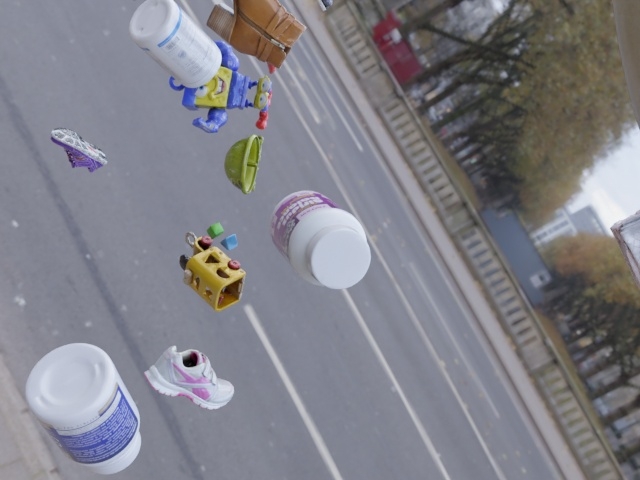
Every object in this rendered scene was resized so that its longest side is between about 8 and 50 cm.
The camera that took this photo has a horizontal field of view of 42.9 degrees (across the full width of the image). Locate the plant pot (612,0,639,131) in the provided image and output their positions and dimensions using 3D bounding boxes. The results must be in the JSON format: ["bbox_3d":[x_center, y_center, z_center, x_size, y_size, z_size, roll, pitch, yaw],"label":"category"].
[{"bbox_3d":[0.518,-0.283,1.121,0.274,0.256,0.256,64,12,3],"label":"plant pot"}]

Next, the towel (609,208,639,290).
[{"bbox_3d":[0.781,0.031,1.581,0.317,0.332,0.053,59,9,-10],"label":"towel"}]

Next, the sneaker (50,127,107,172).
[{"bbox_3d":[-0.583,-0.207,1.946,0.068,0.071,0.170,54,9,35],"label":"sneaker"}]

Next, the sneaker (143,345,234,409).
[{"bbox_3d":[-0.300,0.332,1.993,0.252,0.111,0.103,27,10,-43],"label":"sneaker"}]

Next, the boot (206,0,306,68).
[{"bbox_3d":[-0.089,-0.402,1.384,0.152,0.197,0.073,31,35,-4],"label":"boot"}]

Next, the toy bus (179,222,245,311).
[{"bbox_3d":[-0.269,0.072,1.889,0.104,0.202,0.191,-27,99,-40],"label":"toy bus"}]

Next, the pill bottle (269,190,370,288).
[{"bbox_3d":[0.000,0.000,1.736,0.169,0.169,0.301,55,-5,-21],"label":"pill bottle"}]

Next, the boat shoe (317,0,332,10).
[{"bbox_3d":[-0.005,-0.496,1.394,0.075,0.065,0.206,29,45,-76],"label":"boat shoe"}]

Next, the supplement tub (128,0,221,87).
[{"bbox_3d":[-0.180,-0.246,1.014,0.107,0.071,0.071,40,23,-56],"label":"supplement tub"}]

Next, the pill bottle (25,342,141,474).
[{"bbox_3d":[-0.298,0.227,1.059,0.187,0.112,0.112,82,-9,-50],"label":"pill bottle"}]

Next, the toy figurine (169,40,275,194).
[{"bbox_3d":[-0.220,-0.294,1.751,0.191,0.217,0.362,-151,-108,-87],"label":"toy figurine"}]
